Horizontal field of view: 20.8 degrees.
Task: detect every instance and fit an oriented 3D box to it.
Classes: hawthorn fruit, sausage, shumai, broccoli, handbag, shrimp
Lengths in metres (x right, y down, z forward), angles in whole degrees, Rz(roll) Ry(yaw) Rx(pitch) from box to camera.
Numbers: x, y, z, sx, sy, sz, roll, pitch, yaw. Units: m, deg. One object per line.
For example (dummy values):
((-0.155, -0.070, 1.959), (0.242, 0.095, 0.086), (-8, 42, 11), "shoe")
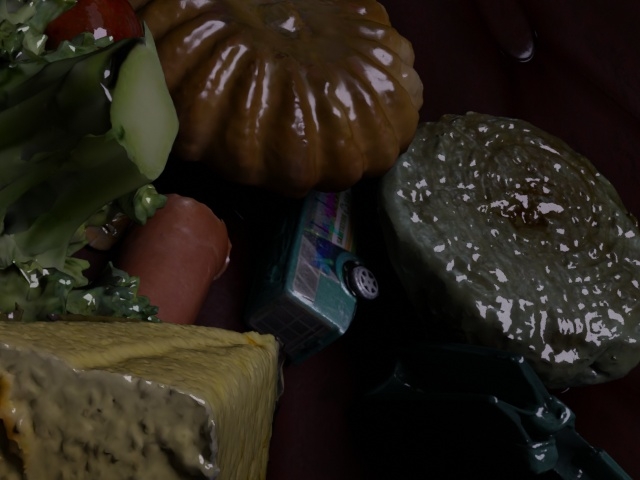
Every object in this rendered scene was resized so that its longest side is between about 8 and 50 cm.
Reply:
((-0.214, -0.161, 1.495), (0.148, 0.148, 0.172), (62, 26, -1), "hawthorn fruit")
((-0.167, 0.107, 1.405), (0.094, 0.094, 0.419), (57, 31, -25), "sausage")
((0.162, 0.052, 1.792), (0.304, 0.263, 0.309), (10, 51, -16), "shumai")
((-0.240, -0.038, 1.266), (0.338, 0.317, 0.277), (-52, 126, -16), "broccoli")
((0.202, 0.229, 1.696), (0.326, 0.238, 0.089), (47, 66, -24), "handbag")
((-0.186, -0.019, 1.537), (0.108, 0.023, 0.059), (6, 72, -52), "shrimp")

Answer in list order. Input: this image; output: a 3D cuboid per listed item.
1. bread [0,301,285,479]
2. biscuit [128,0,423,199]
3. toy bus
((-0.155, 0.191, 1.222), (0.242, 0.346, 0.405), (14, 13, 2), "bread")
((-0.048, -0.183, 1.660), (0.325, 0.107, 0.326), (15, 46, -16), "biscuit")
((0.000, 0.000, 1.719), (0.109, 0.091, 0.262), (37, 39, -23), "toy bus")
